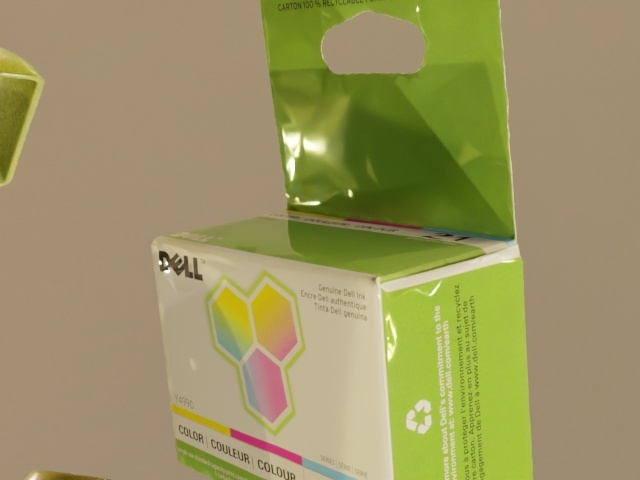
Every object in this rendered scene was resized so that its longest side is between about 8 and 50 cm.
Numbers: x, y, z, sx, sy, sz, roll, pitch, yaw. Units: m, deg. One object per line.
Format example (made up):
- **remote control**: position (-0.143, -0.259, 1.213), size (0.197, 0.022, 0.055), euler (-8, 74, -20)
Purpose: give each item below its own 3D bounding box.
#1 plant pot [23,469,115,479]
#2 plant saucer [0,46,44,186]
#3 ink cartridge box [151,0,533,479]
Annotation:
- **plant pot**: position (-0.119, 0.167, 0.570), size (0.134, 0.134, 0.095), euler (3, -106, 22)
- **plant saucer**: position (-0.331, -0.110, 0.916), size (0.188, 0.188, 0.045), euler (3, -116, -23)
- **ink cartridge box**: position (0.000, 0.000, 0.570), size (0.097, 0.255, 0.188), euler (-14, -166, -37)
